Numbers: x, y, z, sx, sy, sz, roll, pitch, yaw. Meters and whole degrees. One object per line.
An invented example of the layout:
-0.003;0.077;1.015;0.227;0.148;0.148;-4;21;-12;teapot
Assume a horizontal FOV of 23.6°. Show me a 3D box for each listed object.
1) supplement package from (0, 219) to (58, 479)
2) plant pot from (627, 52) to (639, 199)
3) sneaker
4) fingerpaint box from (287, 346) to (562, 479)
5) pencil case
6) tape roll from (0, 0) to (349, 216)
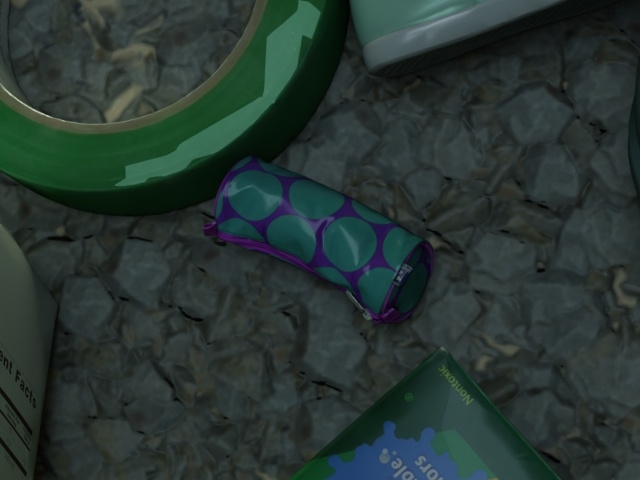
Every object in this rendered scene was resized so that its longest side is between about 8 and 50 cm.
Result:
-0.296;0.126;0.992;0.178;0.175;0.293;-7;54;10;supplement package
0.324;-0.124;0.893;0.293;0.196;0.293;-7;51;9;plant pot
0.132;-0.223;1.059;0.256;0.094;0.151;-17;85;10;sneaker
0.086;0.353;0.904;0.371;0.163;0.445;-41;72;1;fingerpaint box
0.000;0.000;1.060;0.152;0.064;0.070;27;70;18;pencil case
-0.141;-0.181;1.129;0.321;0.077;0.321;-3;76;11;tape roll
